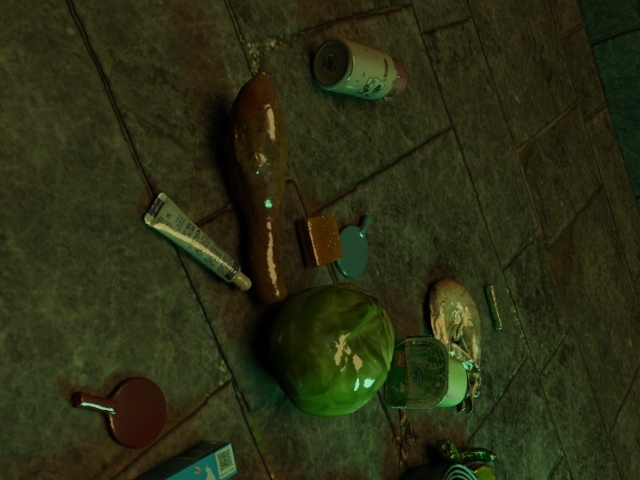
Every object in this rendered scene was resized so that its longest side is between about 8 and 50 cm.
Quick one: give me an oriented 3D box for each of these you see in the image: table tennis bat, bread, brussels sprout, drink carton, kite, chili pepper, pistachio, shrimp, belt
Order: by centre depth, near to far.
[{"bbox_3d":[-0.274,0.235,0.991,0.155,0.019,0.098,29,60,-45],"label":"table tennis bat"},{"bbox_3d":[0.020,0.180,1.217,0.244,0.244,0.244,16,69,-47],"label":"brussels sprout"},{"bbox_3d":[0.000,0.000,1.361,0.090,0.035,0.094,-13,91,-50],"label":"bread"},{"bbox_3d":[0.249,0.560,1.453,0.267,0.116,0.206,55,42,-29],"label":"belt"},{"bbox_3d":[0.071,0.007,1.457,0.100,0.019,0.155,49,49,-30],"label":"table tennis bat"},{"bbox_3d":[0.231,0.284,1.488,0.142,0.144,0.146,29,60,-49],"label":"drink carton"},{"bbox_3d":[0.178,0.410,1.491,0.090,0.004,0.122,12,71,-48],"label":"kite"},{"bbox_3d":[0.308,0.475,1.577,0.182,0.073,0.050,18,41,-42],"label":"chili pepper"},{"bbox_3d":[0.341,0.538,1.597,0.089,0.049,0.173,-39,137,-7],"label":"pistachio"},{"bbox_3d":[0.311,0.241,1.648,0.168,0.077,0.317,9,70,-38],"label":"shrimp"}]

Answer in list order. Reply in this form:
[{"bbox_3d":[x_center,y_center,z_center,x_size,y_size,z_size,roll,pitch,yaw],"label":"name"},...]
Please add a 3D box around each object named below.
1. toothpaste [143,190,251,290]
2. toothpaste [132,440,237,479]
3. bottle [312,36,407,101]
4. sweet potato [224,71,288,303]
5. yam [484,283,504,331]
[{"bbox_3d":[-0.188,0.011,1.136,0.216,0.037,0.062,44,50,-29],"label":"toothpaste"},{"bbox_3d":[-0.231,0.349,0.978,0.267,0.065,0.050,-16,96,-51],"label":"toothpaste"},{"bbox_3d":[0.095,-0.353,1.504,0.233,0.110,0.110,0,81,-51],"label":"bottle"},{"bbox_3d":[-0.105,-0.088,1.212,0.109,0.109,0.385,-10,100,-50],"label":"sweet potato"},{"bbox_3d":[0.453,0.178,1.858,0.033,0.027,0.129,-5,82,-82],"label":"yam"}]
